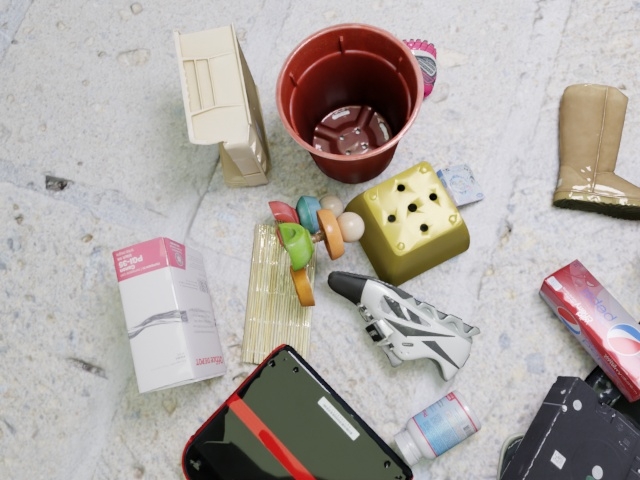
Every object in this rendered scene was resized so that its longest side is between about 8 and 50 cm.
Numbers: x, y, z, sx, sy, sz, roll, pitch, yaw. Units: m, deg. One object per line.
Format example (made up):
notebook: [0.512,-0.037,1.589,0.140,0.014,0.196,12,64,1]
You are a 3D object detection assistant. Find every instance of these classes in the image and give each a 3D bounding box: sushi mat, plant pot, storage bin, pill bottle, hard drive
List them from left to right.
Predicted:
storage bin: [-0.197,-0.272,1.069,0.123,0.262,0.261,-11,78,1]
sushi mat: [-0.089,0.122,1.104,0.151,0.019,0.317,3,79,5]
plant pot: [0.064,-0.252,1.036,0.272,0.265,0.273,-1,80,6]
plant pot: [0.181,-0.044,1.024,0.212,0.187,0.212,-28,77,0]
pill bottle: [0.229,0.376,0.988,0.160,0.087,0.087,-32,78,-1]
hard drive: [0.442,0.446,0.872,0.237,0.064,0.339,40,70,-3]

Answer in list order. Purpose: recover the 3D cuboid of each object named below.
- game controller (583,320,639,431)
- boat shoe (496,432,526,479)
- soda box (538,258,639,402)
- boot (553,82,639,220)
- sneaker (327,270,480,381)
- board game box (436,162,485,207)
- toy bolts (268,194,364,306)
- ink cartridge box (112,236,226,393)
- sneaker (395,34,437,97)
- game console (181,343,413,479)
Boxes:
game controller: [0.672,0.255,0.989,0.319,0.067,0.166,-44,93,-3]
boat shoe: [0.387,0.545,0.925,0.127,0.113,0.340,11,80,8]
soda box: [0.545,0.170,0.960,0.083,0.092,0.263,-31,60,-1]
boot: [0.627,-0.192,1.060,0.236,0.089,0.270,12,79,8]
sneaker: [0.146,0.175,1.017,0.330,0.122,0.146,26,81,10]
board game box: [0.308,-0.121,1.089,0.090,0.020,0.090,-15,75,-31]
toy bolts: [0.000,0.000,1.041,0.158,0.218,0.229,-17,38,-7]
ink cartridge box: [-0.303,0.155,1.022,0.117,0.207,0.283,-16,78,3]
sneaker: [0.116,-0.388,1.132,0.298,0.121,0.112,0,81,5]
game console: [-0.059,0.462,1.016,0.386,0.060,0.342,44,84,10]
